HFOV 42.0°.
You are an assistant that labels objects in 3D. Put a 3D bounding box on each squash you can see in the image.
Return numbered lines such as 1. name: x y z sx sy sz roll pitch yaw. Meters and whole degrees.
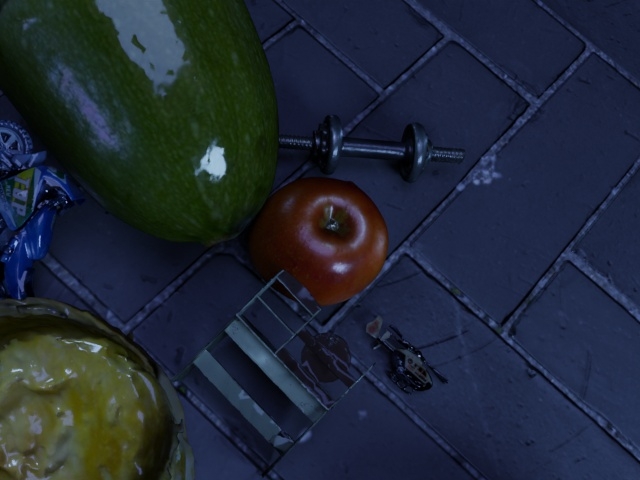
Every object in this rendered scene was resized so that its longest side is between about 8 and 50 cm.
1. squash: -0.162 -0.153 0.932 0.310 0.310 0.308 -32 79 -25

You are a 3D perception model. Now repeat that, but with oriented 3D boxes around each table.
1. table: -0.050 0.144 0.920 0.175 0.062 0.146 -44 83 -3

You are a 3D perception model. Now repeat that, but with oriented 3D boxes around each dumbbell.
1. dumbbell: 0.066 -0.120 1.092 0.254 0.081 0.081 4 65 -11

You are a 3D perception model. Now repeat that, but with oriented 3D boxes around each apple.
1. apple: 0.000 0.000 0.984 0.164 0.139 0.163 4 77 -16

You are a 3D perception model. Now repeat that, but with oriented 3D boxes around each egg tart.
1. egg tart: -0.256 0.193 0.788 0.345 0.132 0.345 20 49 -25

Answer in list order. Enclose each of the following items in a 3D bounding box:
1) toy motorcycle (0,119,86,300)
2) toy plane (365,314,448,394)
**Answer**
1. toy motorcycle: -0.339 -0.003 0.920 0.136 0.092 0.254 12 84 -5
2. toy plane: 0.100 0.143 1.008 0.121 0.031 0.049 42 58 4
